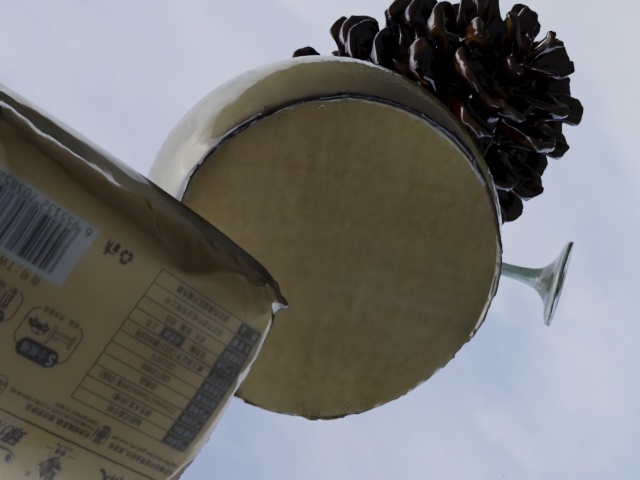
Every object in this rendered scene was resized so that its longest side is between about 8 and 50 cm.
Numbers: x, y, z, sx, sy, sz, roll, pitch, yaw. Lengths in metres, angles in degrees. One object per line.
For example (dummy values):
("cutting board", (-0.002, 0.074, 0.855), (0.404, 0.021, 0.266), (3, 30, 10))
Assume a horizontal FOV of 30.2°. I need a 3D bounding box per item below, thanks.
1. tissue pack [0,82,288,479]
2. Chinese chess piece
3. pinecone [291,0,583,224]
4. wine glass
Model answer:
("tissue pack", (-0.140, 0.046, 0.595), (0.222, 0.186, 0.090), (36, 180, -44))
("Chinese chess piece", (0.000, 0.000, 0.807), (0.250, 0.250, 0.103), (45, -175, -22))
("pinecone", (0.086, -0.095, 1.000), (0.246, 0.292, 0.246), (19, -123, -32))
("wine glass", (0.094, 0.084, 1.315), (0.096, 0.309, 0.264), (60, -132, -71))
